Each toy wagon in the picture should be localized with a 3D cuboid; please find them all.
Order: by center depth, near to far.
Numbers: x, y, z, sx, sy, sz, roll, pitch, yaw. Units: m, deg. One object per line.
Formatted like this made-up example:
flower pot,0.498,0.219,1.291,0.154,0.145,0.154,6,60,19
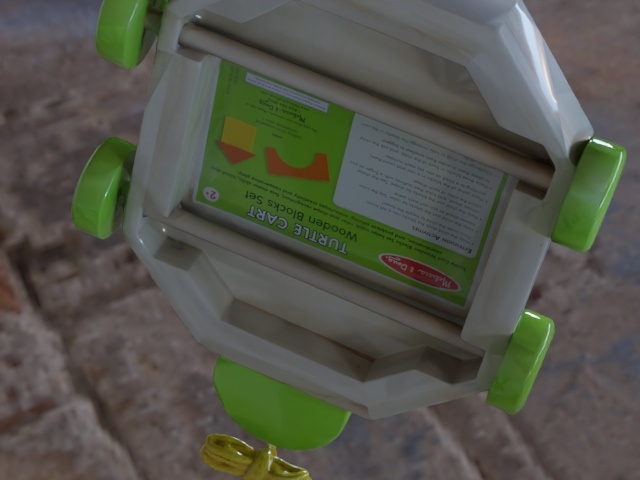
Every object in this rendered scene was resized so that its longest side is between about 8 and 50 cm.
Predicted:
toy wagon,0.000,0.000,0.920,0.267,0.068,0.344,23,-49,9
